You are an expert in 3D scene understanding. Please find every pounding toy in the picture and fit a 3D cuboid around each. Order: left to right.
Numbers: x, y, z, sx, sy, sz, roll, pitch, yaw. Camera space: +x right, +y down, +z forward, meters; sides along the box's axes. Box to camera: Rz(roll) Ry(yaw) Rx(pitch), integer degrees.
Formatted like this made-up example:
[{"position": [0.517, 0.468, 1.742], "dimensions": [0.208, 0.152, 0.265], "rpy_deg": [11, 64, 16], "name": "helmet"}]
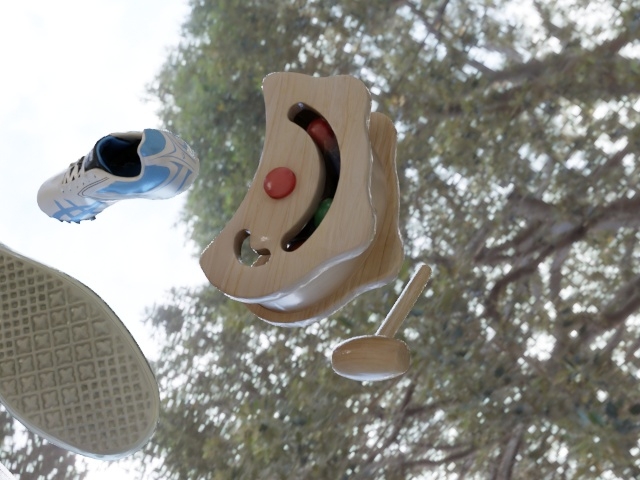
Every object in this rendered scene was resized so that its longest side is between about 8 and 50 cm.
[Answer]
[{"position": [0.000, 0.000, 0.846], "dimensions": [0.154, 0.155, 0.269], "rpy_deg": [-12, -118, 22], "name": "pounding toy"}]

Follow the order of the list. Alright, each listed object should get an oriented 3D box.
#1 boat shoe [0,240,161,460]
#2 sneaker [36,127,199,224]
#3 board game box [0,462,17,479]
[{"position": [-0.399, 0.116, 1.313], "dimensions": [0.500, 0.156, 0.186], "rpy_deg": [32, -101, 21], "name": "boat shoe"}, {"position": [-0.232, -0.076, 1.045], "dimensions": [0.086, 0.237, 0.085], "rpy_deg": [43, -130, -37], "name": "sneaker"}, {"position": [-0.373, 0.297, 0.709], "dimensions": [0.356, 0.356, 0.356], "rpy_deg": [41, -110, 14], "name": "board game box"}]
